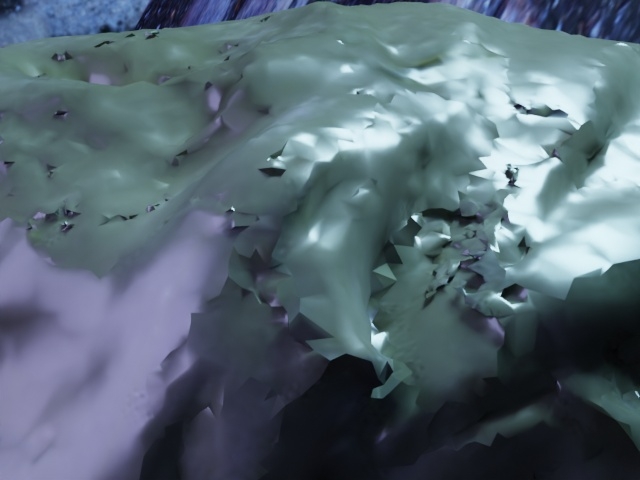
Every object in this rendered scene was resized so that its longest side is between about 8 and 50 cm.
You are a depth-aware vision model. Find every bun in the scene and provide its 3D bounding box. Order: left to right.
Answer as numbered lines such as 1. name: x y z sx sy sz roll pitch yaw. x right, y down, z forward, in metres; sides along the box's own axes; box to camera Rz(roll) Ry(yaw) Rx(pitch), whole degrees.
1. bun: -0.012 0.097 0.464 0.234 0.362 0.326 -161 55 -73
